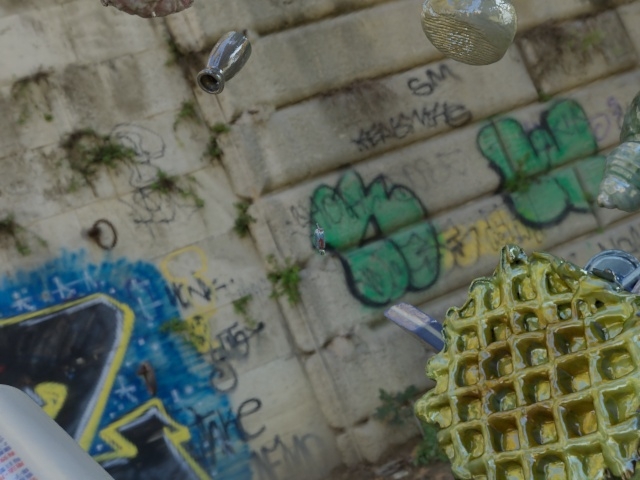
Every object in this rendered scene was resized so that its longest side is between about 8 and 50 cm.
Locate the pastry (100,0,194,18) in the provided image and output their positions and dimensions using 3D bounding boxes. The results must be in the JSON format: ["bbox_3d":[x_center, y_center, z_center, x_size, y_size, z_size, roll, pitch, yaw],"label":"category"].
[{"bbox_3d":[-0.200,-0.289,0.564,0.112,0.265,0.103,-17,10,16],"label":"pastry"}]

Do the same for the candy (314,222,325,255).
[{"bbox_3d":[0.000,0.001,1.538,0.020,0.030,0.083,-25,-40,-19],"label":"candy"}]

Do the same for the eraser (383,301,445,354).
[{"bbox_3d":[0.190,0.159,1.100,0.036,0.225,0.082,-55,32,-4],"label":"eraser"}]

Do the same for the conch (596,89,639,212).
[{"bbox_3d":[0.609,-0.156,1.343,0.277,0.195,0.220,-44,-36,4],"label":"conch"}]

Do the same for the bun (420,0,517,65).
[{"bbox_3d":[0.272,-0.403,1.326,0.114,0.173,0.166,-59,5,-14],"label":"bun"}]

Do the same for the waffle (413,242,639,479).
[{"bbox_3d":[0.245,0.160,0.837,0.073,0.297,0.317,26,4,-33],"label":"waffle"}]

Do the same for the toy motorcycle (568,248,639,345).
[{"bbox_3d":[0.557,0.180,1.314,0.181,0.319,0.241,6,13,-44],"label":"toy motorcycle"}]

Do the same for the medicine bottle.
[{"bbox_3d":[-0.242,0.256,0.661,0.130,0.130,0.340,-17,28,-41],"label":"medicine bottle"}]

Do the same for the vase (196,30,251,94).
[{"bbox_3d":[-0.146,-0.267,1.112,0.053,0.053,0.101,-29,27,47],"label":"vase"}]
